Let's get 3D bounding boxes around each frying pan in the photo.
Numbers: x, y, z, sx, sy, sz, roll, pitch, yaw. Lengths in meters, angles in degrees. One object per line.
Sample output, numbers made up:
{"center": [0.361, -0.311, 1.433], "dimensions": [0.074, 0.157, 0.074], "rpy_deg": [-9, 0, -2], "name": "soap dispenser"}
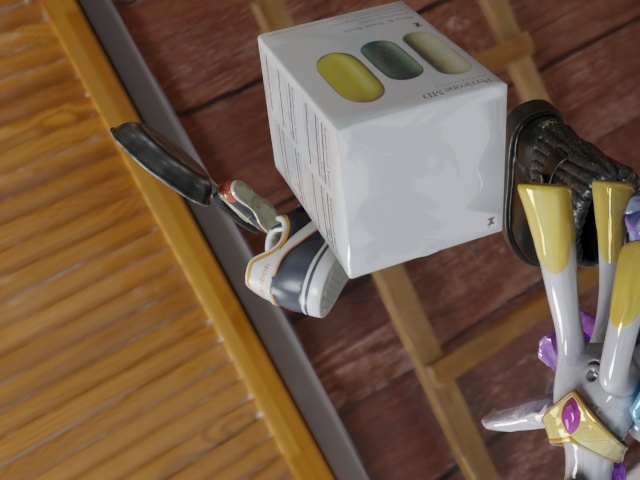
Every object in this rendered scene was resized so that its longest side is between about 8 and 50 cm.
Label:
{"center": [-0.199, -0.090, 1.457], "dimensions": [0.053, 0.326, 0.197], "rpy_deg": [-51, -158, 7], "name": "frying pan"}

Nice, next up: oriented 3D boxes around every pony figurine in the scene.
{"center": [0.266, 0.130, 0.815], "dimensions": [0.303, 0.363, 0.351], "rpy_deg": [7, -172, 34], "name": "pony figurine"}

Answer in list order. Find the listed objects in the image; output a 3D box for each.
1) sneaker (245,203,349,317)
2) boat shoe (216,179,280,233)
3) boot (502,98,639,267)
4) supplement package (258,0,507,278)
{"center": [0.000, 0.000, 1.303], "dimensions": [0.127, 0.126, 0.321], "rpy_deg": [14, -157, 16], "name": "sneaker"}
{"center": [-0.118, -0.053, 1.501], "dimensions": [0.043, 0.137, 0.049], "rpy_deg": [-9, -128, 37], "name": "boat shoe"}
{"center": [0.397, -0.032, 1.444], "dimensions": [0.131, 0.348, 0.260], "rpy_deg": [-25, -139, -6], "name": "boot"}
{"center": [0.069, -0.130, 1.068], "dimensions": [0.199, 0.198, 0.262], "rpy_deg": [-17, -141, -13], "name": "supplement package"}
